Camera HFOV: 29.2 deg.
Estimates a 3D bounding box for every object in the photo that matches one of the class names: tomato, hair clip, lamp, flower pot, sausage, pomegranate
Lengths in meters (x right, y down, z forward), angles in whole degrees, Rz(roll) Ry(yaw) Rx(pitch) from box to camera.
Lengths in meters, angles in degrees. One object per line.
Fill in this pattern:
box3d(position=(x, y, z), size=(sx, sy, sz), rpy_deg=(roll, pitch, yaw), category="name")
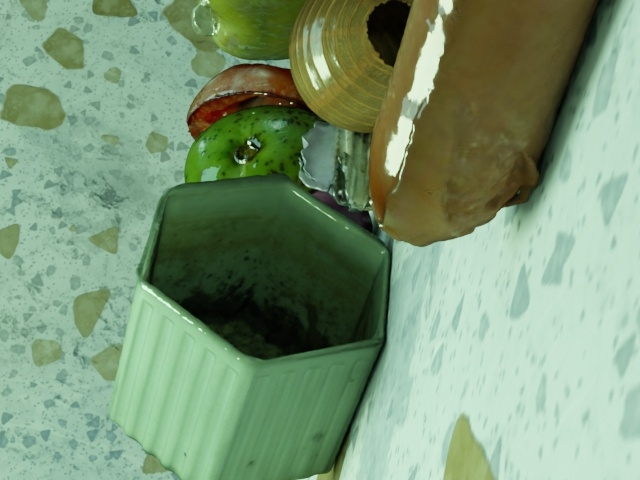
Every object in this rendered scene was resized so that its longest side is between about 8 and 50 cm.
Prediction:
box3d(position=(-0.045, -0.160, 1.555), size=(0.228, 0.228, 0.101), rpy_deg=(115, 170, -66), category="tomato")
box3d(position=(0.040, -0.122, 1.102), size=(0.084, 0.106, 0.292), rpy_deg=(100, 177, -48), category="hair clip")
box3d(position=(0.041, -0.154, 0.998), size=(0.136, 0.136, 0.136), rpy_deg=(-166, 90, -85), category="lamp")
box3d(position=(-0.063, 0.082, 1.076), size=(0.239, 0.209, 0.190), rpy_deg=(-83, 9, -49), category="flower pot")
box3d(position=(0.109, -0.171, 0.561), size=(0.094, 0.094, 0.419), rpy_deg=(-57, -13, -56), category="sausage")
box3d(position=(-0.042, -0.042, 1.448), size=(0.248, 0.214, 0.214), rpy_deg=(46, -130, -52), category="pomegranate")

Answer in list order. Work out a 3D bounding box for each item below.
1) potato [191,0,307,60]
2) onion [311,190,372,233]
box3d(position=(0.016, -0.304, 1.062), size=(0.351, 0.202, 0.218), rpy_deg=(-46, -16, 6), category="potato")
box3d(position=(0.000, 0.000, 1.221), size=(0.115, 0.104, 0.115), rpy_deg=(23, -90, -80), category="onion")
